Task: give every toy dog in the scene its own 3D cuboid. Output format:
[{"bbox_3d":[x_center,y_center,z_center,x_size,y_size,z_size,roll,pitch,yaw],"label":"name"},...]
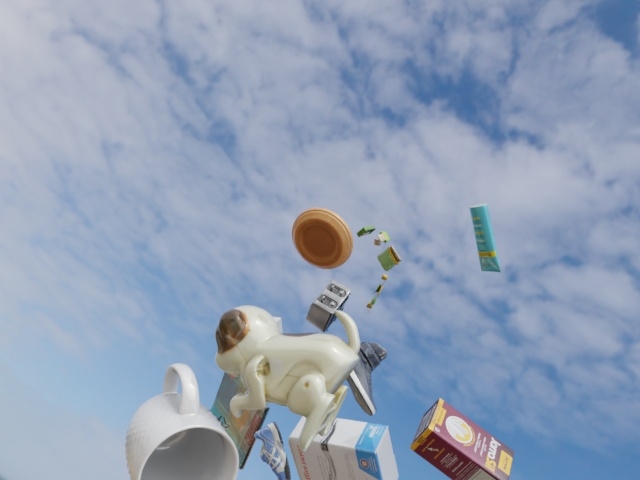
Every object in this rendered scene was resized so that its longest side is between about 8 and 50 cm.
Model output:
[{"bbox_3d":[-0.123,0.339,1.593,0.408,0.395,0.284,26,8,16],"label":"toy dog"}]

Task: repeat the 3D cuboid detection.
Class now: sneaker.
[{"bbox_3d":[0.169,0.442,1.843,0.226,0.163,0.086,63,-22,15],"label":"sneaker"},{"bbox_3d":[-0.148,0.691,1.786,0.080,0.081,0.211,135,-61,-76],"label":"sneaker"}]

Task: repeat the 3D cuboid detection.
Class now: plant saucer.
[{"bbox_3d":[0.000,0.000,1.676,0.200,0.037,0.200,11,-62,21],"label":"plant saucer"}]

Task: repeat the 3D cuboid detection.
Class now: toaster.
[{"bbox_3d":[0.034,0.283,2.393,0.110,0.168,0.186,33,-42,12],"label":"toaster"}]

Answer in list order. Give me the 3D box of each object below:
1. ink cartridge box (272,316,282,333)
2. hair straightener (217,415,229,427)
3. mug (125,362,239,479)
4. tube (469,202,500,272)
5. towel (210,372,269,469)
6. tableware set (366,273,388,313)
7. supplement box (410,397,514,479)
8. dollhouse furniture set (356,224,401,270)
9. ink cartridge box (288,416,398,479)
[{"bbox_3d":[-0.276,0.387,2.361,0.231,0.078,0.134,2,-74,26],"label":"ink cartridge box"},{"bbox_3d":[-0.372,0.615,1.865,0.089,0.047,0.230,12,-34,-40],"label":"hair straightener"},{"bbox_3d":[-0.412,0.539,1.602,0.328,0.276,0.374,20,-76,60],"label":"mug"},{"bbox_3d":[0.490,-0.006,1.671,0.080,0.052,0.207,5,-71,68],"label":"tube"},{"bbox_3d":[-0.337,0.685,2.220,0.040,0.271,0.370,21,3,-33],"label":"towel"},{"bbox_3d":[0.202,0.184,2.014,0.024,0.154,0.104,29,-35,6],"label":"tableware set"},{"bbox_3d":[0.295,0.435,1.164,0.188,0.104,0.081,35,-57,8],"label":"supplement box"},{"bbox_3d":[0.180,0.024,1.739,0.076,0.058,0.152,-40,-105,39],"label":"dollhouse furniture set"},{"bbox_3d":[0.096,0.899,2.323,0.395,0.166,0.285,0,-65,27],"label":"ink cartridge box"}]
